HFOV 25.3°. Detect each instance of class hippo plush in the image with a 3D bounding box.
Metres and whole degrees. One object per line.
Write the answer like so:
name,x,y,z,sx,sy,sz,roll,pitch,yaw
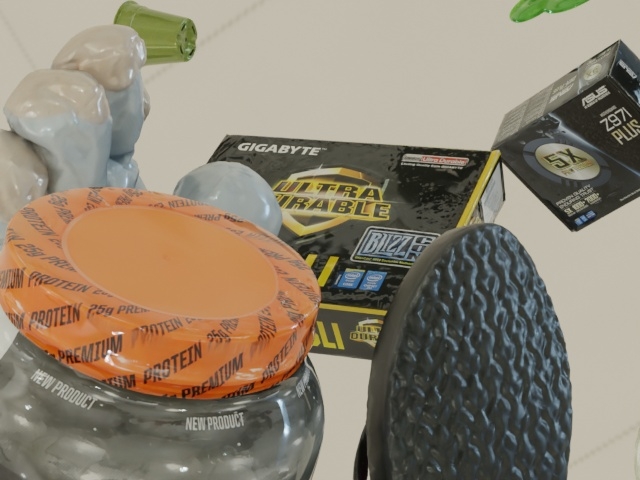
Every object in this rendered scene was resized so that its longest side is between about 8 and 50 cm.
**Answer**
hippo plush,-0.168,-0.003,1.168,0.236,0.234,0.294,36,96,0

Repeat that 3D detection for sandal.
sandal,0.077,0.211,0.934,0.107,0.167,0.446,-3,86,48

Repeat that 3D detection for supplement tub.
supplement tub,-0.120,0.156,0.781,0.207,0.207,0.338,20,114,11

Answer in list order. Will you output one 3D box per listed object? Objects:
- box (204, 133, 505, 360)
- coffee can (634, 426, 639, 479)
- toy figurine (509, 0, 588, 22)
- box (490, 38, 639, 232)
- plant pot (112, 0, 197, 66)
box,0.000,0.000,1.462,0.322,0.257,0.079,6,134,24
coffee can,0.572,0.287,1.851,0.201,0.275,0.201,5,79,-26
toy figurine,0.284,-0.385,1.841,0.173,0.130,0.159,-26,73,-5
box,0.310,-0.114,1.605,0.147,0.077,0.180,44,132,-16
plant pot,-0.189,-0.236,1.660,0.079,0.083,0.083,7,92,22
